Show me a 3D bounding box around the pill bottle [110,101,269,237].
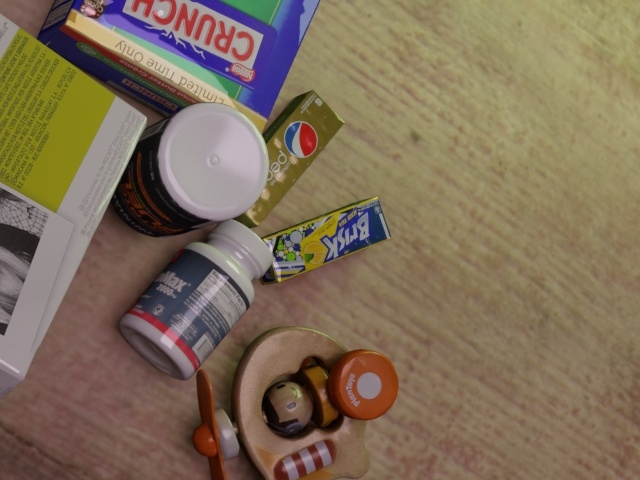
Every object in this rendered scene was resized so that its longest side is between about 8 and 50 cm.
[{"bbox_3d":[-0.161,-0.072,1.712,0.130,0.245,0.131,3,83,-25],"label":"pill bottle"}]

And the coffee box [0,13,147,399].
[{"bbox_3d":[-0.431,-0.026,1.477,0.334,0.337,0.338,35,49,-18],"label":"coffee box"}]

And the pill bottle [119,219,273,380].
[{"bbox_3d":[-0.141,0.065,1.787,0.108,0.108,0.180,45,69,-15],"label":"pill bottle"}]

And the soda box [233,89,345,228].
[{"bbox_3d":[-0.053,-0.098,1.869,0.061,0.058,0.181,45,70,-16],"label":"soda box"}]

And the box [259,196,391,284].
[{"bbox_3d":[0.000,0.000,1.888,0.169,0.054,0.059,-21,94,-25],"label":"box"}]

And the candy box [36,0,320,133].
[{"bbox_3d":[-0.143,-0.314,1.810,0.268,0.122,0.317,28,75,-21],"label":"candy box"}]

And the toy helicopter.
[{"bbox_3d":[-0.054,0.277,1.799,0.235,0.140,0.355,9,86,-24],"label":"toy helicopter"}]
